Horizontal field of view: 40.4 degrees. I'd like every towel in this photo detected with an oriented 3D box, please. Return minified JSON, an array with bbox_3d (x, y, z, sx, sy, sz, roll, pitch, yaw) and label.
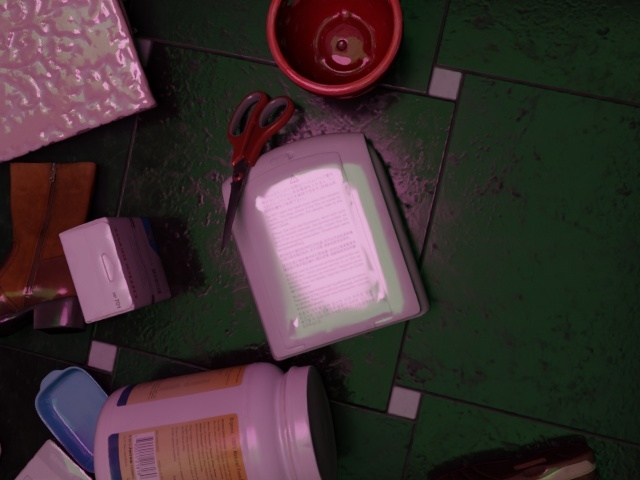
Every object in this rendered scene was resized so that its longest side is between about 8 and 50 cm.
[{"bbox_3d":[-0.449,-0.303,1.335,0.331,0.053,0.317,-17,103,8],"label":"towel"}]

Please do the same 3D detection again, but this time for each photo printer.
[{"bbox_3d":[0.000,0.000,1.316,0.256,0.107,0.308,-19,88,9],"label":"photo printer"}]

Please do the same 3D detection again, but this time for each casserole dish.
[{"bbox_3d":[-0.379,0.289,1.418,0.114,0.037,0.188,-41,87,7],"label":"casserole dish"}]

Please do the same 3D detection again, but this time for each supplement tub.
[{"bbox_3d":[-0.147,0.306,1.287,0.316,0.228,0.228,-11,90,9],"label":"supplement tub"}]

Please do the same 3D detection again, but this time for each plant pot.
[{"bbox_3d":[0.030,-0.297,1.267,0.191,0.174,0.191,0,92,9],"label":"plant pot"}]

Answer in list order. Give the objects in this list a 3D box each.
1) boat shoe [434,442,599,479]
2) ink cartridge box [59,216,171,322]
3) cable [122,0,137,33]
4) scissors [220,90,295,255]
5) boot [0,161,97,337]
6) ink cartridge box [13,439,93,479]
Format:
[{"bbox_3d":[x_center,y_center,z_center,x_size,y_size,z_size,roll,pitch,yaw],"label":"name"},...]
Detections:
[{"bbox_3d":[0.290,0.383,1.296,0.257,0.095,0.095,-15,96,8],"label":"boat shoe"},{"bbox_3d":[-0.305,0.040,1.320,0.082,0.190,0.140,-17,89,9],"label":"ink cartridge box"},{"bbox_3d":[-0.431,-0.318,1.403,0.287,0.072,0.140,-18,102,15],"label":"cable"},{"bbox_3d":[-0.124,-0.106,1.294,0.109,0.021,0.297,6,62,32],"label":"scissors"},{"bbox_3d":[-0.486,0.006,1.359,0.264,0.096,0.281,-5,74,7],"label":"boot"},{"bbox_3d":[-0.427,0.547,1.401,0.308,0.091,0.385,41,99,6],"label":"ink cartridge box"}]
